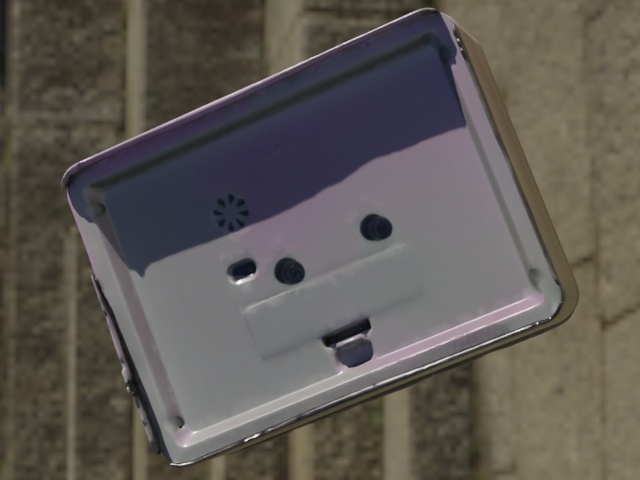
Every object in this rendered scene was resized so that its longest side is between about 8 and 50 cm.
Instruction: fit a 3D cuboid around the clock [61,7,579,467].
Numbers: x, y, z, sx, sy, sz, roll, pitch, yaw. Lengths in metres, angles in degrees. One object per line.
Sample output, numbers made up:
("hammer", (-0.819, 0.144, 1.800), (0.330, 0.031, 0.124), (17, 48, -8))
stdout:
("clock", (0.000, 0.000, 0.848), (0.147, 0.192, 0.071), (68, -166, 8))
